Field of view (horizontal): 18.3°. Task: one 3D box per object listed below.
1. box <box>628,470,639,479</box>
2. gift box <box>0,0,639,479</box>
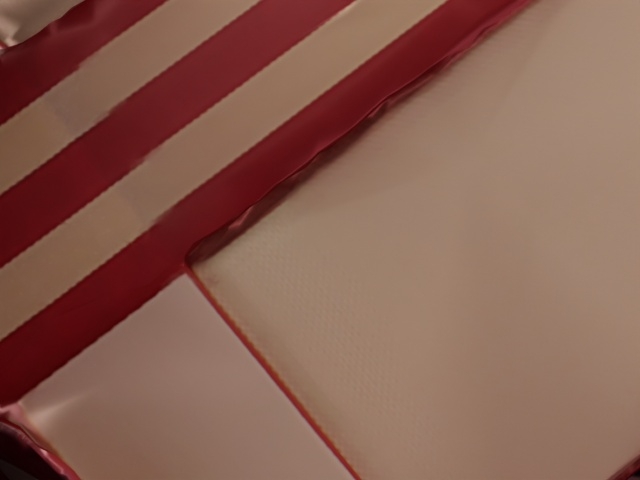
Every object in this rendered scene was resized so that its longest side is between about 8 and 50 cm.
[{"bbox_3d":[0.081,0.192,0.793,0.472,0.297,0.480,83,20,-69],"label":"box"},{"bbox_3d":[0.000,0.000,0.478,0.258,0.276,0.255,-37,165,-13],"label":"gift box"}]
